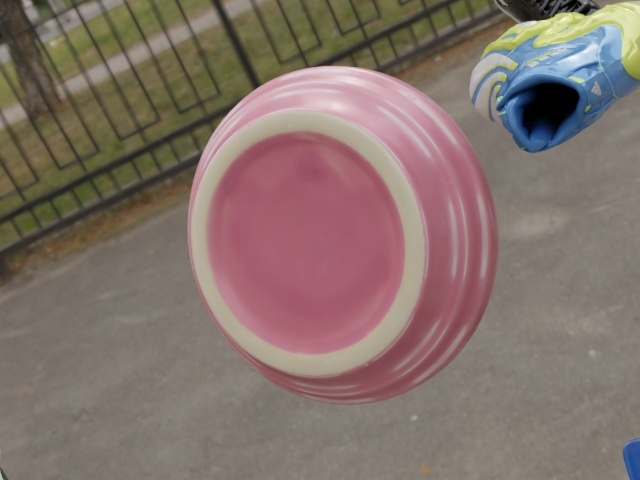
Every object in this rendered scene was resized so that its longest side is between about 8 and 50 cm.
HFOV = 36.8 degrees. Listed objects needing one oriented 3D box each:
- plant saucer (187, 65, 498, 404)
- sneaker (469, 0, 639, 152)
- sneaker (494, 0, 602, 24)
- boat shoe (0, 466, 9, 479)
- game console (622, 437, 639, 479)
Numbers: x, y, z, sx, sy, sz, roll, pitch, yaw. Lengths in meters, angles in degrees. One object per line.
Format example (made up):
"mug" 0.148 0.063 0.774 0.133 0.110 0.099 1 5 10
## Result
"plant saucer" 0.000 0.000 0.922 0.332 0.332 0.084 -13 0 29
"sneaker" 0.168 -0.124 0.784 0.126 0.091 0.240 -35 8 -23
"sneaker" 0.249 -0.288 1.119 0.079 0.121 0.217 -43 46 5
"boat shoe" -0.284 0.231 0.762 0.114 0.091 0.302 -14 22 -32
"game console" 0.664 0.421 1.554 0.250 0.293 0.173 -17 2 -33
